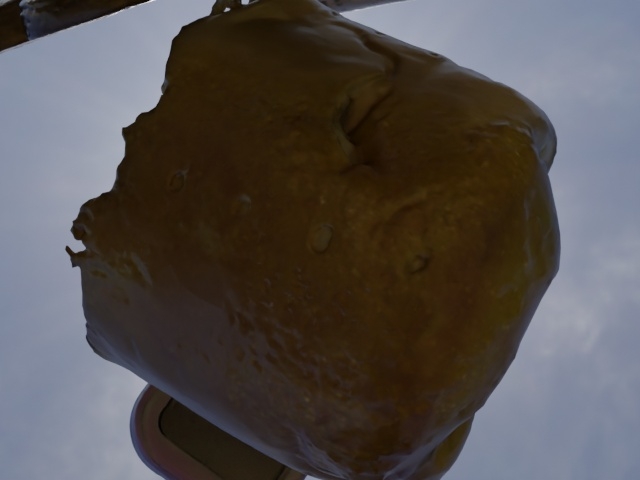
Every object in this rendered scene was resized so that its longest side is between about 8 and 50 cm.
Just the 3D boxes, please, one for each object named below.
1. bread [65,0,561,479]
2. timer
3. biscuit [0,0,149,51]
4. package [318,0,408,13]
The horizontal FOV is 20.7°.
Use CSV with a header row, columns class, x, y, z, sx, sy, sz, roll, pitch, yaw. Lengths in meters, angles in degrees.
class,x,y,z,sx,sy,sz,roll,pitch,yaw
bread,0.000,0.000,1.387,0.394,0.361,0.250,28,-171,39
timer,-0.102,0.208,1.989,0.191,0.208,0.069,-55,-171,-18
biscuit,-0.219,-0.227,1.590,0.283,0.064,0.432,-21,-171,-12
package,0.073,-0.276,1.855,0.203,0.062,0.251,-5,-170,17
